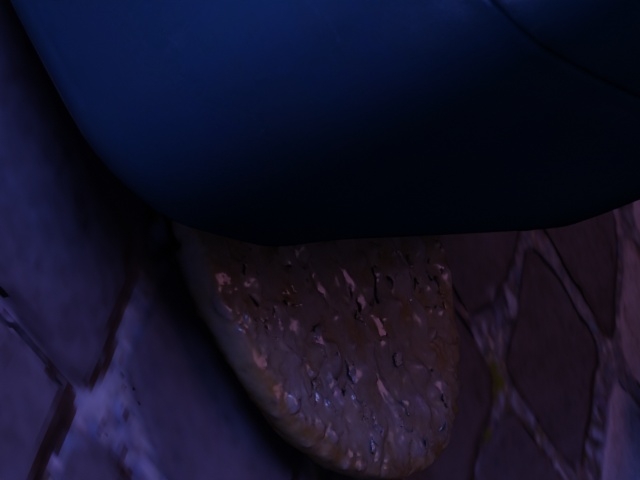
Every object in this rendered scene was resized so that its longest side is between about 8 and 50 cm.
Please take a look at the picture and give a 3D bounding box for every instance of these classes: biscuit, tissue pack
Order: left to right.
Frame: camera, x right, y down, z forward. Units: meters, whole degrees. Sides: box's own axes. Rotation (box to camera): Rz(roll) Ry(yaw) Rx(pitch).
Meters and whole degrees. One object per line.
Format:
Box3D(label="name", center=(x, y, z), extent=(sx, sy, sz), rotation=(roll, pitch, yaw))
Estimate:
Box3D(label="biscuit", center=(0.000, 0.000, 0.491), extent=(0.152, 0.020, 0.152), rotation=(39, 40, -44))
Box3D(label="tissue pack", center=(0.060, -0.113, 0.440), extent=(0.287, 0.206, 0.198), rotation=(-1, 63, -59))
